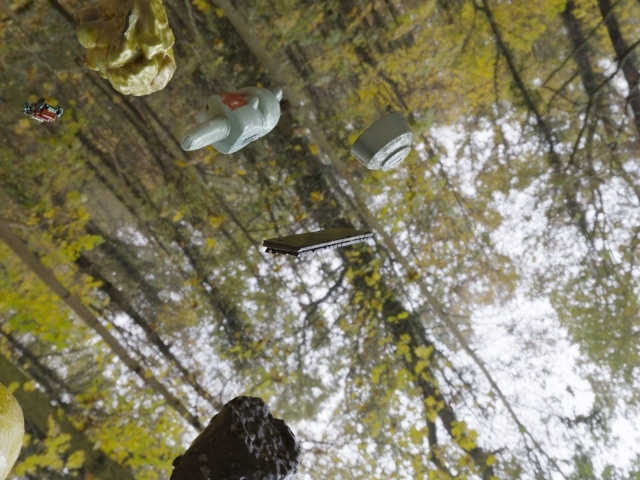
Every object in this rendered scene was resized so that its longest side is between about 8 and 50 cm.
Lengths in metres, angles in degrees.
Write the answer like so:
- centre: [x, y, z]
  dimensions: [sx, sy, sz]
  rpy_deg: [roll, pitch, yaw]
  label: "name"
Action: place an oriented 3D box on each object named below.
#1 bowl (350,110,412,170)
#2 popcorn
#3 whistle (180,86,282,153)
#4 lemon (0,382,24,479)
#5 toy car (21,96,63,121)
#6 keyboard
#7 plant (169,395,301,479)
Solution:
- centre: [0.207, -0.296, 1.878]
  dimensions: [0.211, 0.112, 0.211]
  rpy_deg: [-32, 167, -8]
  label: "bowl"
- centre: [-0.473, -0.497, 1.470]
  dimensions: [0.252, 0.287, 0.215]
  rpy_deg: [-19, 165, 22]
  label: "popcorn"
- centre: [-0.151, -0.212, 1.051]
  dimensions: [0.105, 0.102, 0.253]
  rpy_deg: [27, -140, 20]
  label: "whistle"
- centre: [-0.881, 0.469, 1.418]
  dimensions: [0.347, 0.348, 0.348]
  rpy_deg: [-28, -156, 14]
  label: "lemon"
- centre: [-0.821, -0.380, 1.752]
  dimensions: [0.143, 0.073, 0.054]
  rpy_deg: [5, -103, 41]
  label: "toy car"
- centre: [0.000, 0.000, 1.320]
  dimensions: [0.106, 0.027, 0.317]
  rpy_deg: [10, -168, 32]
  label: "keyboard"
- centre: [-0.200, 0.493, 1.222]
  dimensions: [0.312, 0.213, 0.215]
  rpy_deg: [-47, 179, 16]
  label: "plant"
